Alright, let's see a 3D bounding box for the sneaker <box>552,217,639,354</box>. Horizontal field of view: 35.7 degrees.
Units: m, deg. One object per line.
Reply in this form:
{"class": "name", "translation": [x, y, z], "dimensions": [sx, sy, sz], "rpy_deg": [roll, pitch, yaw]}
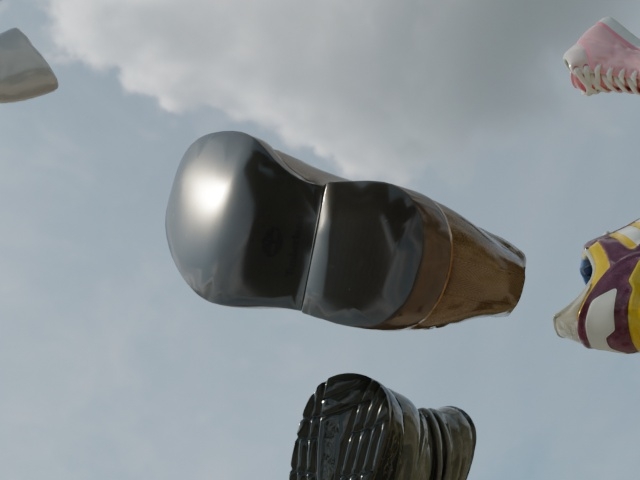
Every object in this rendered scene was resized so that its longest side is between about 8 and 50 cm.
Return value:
{"class": "sneaker", "translation": [0.218, 0.004, 0.657], "dimensions": [0.185, 0.084, 0.070], "rpy_deg": [-43, -57, -41]}

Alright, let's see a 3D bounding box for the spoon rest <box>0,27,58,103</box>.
{"class": "spoon rest", "translation": [-0.192, -0.159, 0.536], "dimensions": [0.084, 0.137, 0.276], "rpy_deg": [-34, -14, -24]}

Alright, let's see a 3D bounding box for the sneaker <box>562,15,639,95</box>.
{"class": "sneaker", "translation": [0.269, -0.146, 0.891], "dimensions": [0.070, 0.134, 0.051], "rpy_deg": [-36, -46, 1]}

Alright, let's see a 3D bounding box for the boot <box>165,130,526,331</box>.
{"class": "boot", "translation": [0.000, 0.000, 0.648], "dimensions": [0.115, 0.305, 0.112], "rpy_deg": [10, -84, -39]}

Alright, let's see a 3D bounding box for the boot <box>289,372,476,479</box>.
{"class": "boot", "translation": [0.029, 0.213, 0.635], "dimensions": [0.161, 0.083, 0.247], "rpy_deg": [34, -105, -50]}
